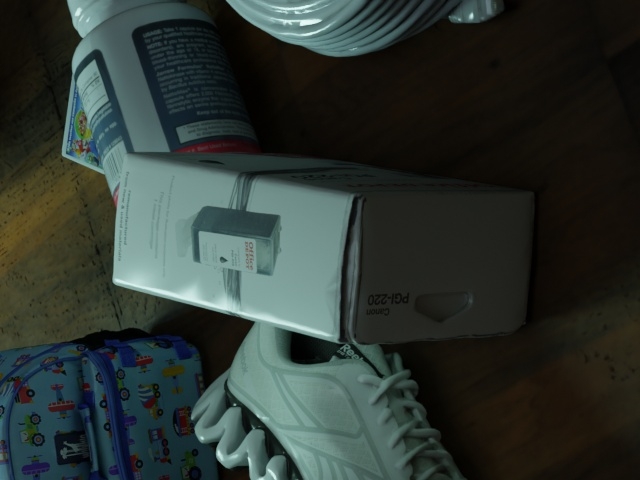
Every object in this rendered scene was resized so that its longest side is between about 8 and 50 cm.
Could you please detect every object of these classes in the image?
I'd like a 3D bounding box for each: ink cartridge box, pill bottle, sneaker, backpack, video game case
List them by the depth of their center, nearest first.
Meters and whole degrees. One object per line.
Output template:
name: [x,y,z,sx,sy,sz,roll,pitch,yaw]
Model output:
ink cartridge box: [0.000,0.000,1.214,0.218,0.159,0.092,14,102,46]
sneaker: [0.032,0.136,1.234,0.292,0.110,0.118,38,110,39]
pill bottle: [-0.111,-0.103,1.368,0.108,0.108,0.180,-36,66,42]
backpack: [-0.175,0.143,1.401,0.117,0.173,0.158,-11,83,47]
video game case: [-0.151,-0.091,1.483,0.122,0.011,0.087,23,109,44]

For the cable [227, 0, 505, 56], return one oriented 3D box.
cable: [0.010,-0.244,1.242,0.257,0.089,0.257,-13,83,47]
